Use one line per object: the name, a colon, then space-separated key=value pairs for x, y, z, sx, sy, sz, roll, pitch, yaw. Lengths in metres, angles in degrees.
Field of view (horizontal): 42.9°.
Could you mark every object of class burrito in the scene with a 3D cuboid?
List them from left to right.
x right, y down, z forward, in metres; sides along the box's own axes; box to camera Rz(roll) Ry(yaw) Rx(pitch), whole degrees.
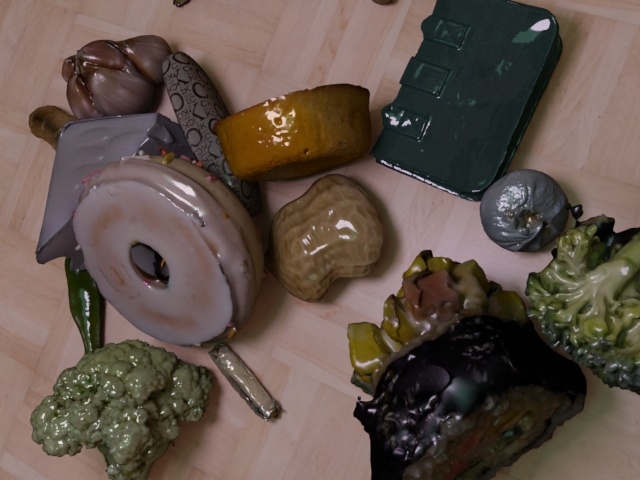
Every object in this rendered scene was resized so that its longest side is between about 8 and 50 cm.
burrito: x=-0.141 y=0.259 z=1.496 sx=0.045 sy=0.041 sz=0.185 roll=-30 pitch=64 yaw=-27

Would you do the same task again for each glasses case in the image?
glasses case: x=-0.204 y=-0.198 z=1.534 sx=0.085 sy=0.137 sz=0.354 roll=-28 pitch=73 yaw=12

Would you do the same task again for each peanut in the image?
peanut: x=0.000 y=0.000 z=1.432 sx=0.233 sy=0.110 sz=0.196 roll=-32 pitch=71 yaw=15

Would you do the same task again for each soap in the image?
soap: x=-0.384 y=-0.090 z=1.569 sx=0.258 sy=0.159 sz=0.302 roll=-1 pitch=74 yaw=21

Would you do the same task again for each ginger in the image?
ginger: x=-0.552 y=-0.228 z=1.731 sx=0.190 sy=0.069 sz=0.095 roll=34 pitch=118 yaw=23

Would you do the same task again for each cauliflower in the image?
cauliflower: x=-0.339 y=0.321 z=1.459 sx=0.327 sy=0.260 sz=0.280 roll=-19 pitch=94 yaw=-17

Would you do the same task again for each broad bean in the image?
broad bean: x=-0.484 y=0.148 z=1.654 sx=0.098 sy=0.056 sz=0.317 roll=-2 pitch=84 yaw=24

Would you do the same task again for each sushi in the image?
sushi: x=0.184 y=0.206 z=1.224 sx=0.328 sy=0.328 sz=0.285 roll=-53 pitch=52 yaw=23

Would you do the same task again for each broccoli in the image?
broccoli: x=0.442 y=0.062 z=1.080 sx=0.294 sy=0.348 sz=0.280 roll=27 pitch=101 yaw=-1

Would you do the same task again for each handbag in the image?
handbag: x=0.244 y=-0.246 z=1.373 sx=0.239 sy=0.089 sz=0.326 roll=26 pitch=94 yaw=25

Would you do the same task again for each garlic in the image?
garlic: x=-0.399 y=-0.313 z=1.622 sx=0.214 sy=0.191 sz=0.160 roll=-8 pitch=90 yaw=16

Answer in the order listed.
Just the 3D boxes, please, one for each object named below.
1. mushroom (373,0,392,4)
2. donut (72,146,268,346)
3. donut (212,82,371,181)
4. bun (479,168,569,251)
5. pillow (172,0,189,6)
mushroom: x=0.201 y=-0.502 z=1.428 sx=0.270 sy=0.103 sz=0.118 roll=-12 pitch=72 yaw=32
donut: x=-0.264 y=0.013 z=1.453 sx=0.383 sy=0.142 sz=0.382 roll=15 pitch=126 yaw=22
donut: x=-0.039 y=-0.174 z=1.395 sx=0.278 sy=0.278 sz=0.108 roll=-14 pitch=86 yaw=21
bun: x=0.324 y=-0.041 z=1.283 sx=0.141 sy=0.083 sz=0.140 roll=-1 pitch=110 yaw=-2
pillow: x=-0.220 y=-0.655 z=1.581 sx=0.312 sy=0.119 sz=0.309 roll=-16 pitch=71 yaw=54
